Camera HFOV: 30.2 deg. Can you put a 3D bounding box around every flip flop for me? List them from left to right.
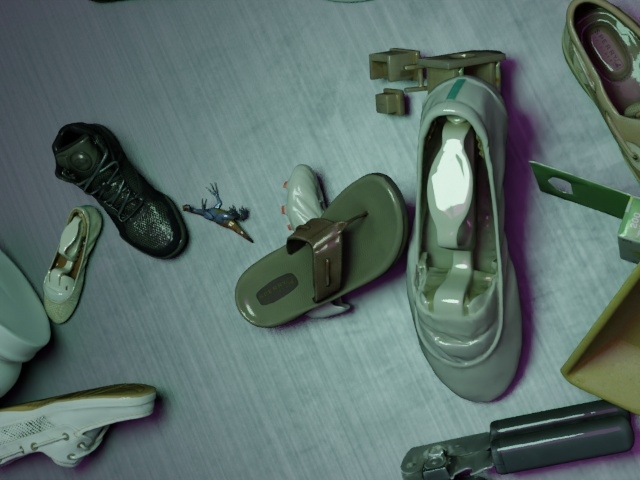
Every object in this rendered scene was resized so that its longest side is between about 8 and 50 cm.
[{"bbox_3d":[-0.008,0.021,1.419,0.277,0.080,0.112,-33,78,28],"label":"flip flop"}]

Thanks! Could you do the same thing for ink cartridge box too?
[{"bbox_3d":[0.347,-0.015,1.342,0.235,0.171,0.056,17,85,17],"label":"ink cartridge box"}]

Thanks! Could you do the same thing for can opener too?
[{"bbox_3d":[0.234,0.263,1.418,0.284,0.076,0.095,-14,114,14],"label":"can opener"}]

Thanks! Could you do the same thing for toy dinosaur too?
[{"bbox_3d":[-0.141,-0.031,1.556,0.082,0.047,0.090,-12,93,33],"label":"toy dinosaur"}]

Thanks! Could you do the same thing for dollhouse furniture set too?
[{"bbox_3d":[0.148,-0.144,1.478,0.161,0.101,0.181,20,118,53],"label":"dollhouse furniture set"}]

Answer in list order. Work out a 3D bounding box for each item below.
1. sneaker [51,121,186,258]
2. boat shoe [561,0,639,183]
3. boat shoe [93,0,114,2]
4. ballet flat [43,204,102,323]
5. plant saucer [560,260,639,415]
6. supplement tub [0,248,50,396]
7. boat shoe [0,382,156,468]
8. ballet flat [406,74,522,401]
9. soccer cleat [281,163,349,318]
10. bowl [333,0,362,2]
[{"bbox_3d":[-0.272,-0.066,1.550,0.087,0.130,0.227,-40,78,11],"label":"sneaker"},{"bbox_3d":[0.391,-0.139,1.372,0.122,0.110,0.341,-40,76,9],"label":"boat shoe"},{"bbox_3d":[-0.211,-0.388,1.578,0.258,0.095,0.095,-4,78,16],"label":"boat shoe"},{"bbox_3d":[-0.345,0.030,1.601,0.057,0.052,0.168,17,91,17],"label":"ballet flat"},{"bbox_3d":[0.461,0.111,1.239,0.333,0.332,0.081,25,57,5],"label":"plant saucer"},{"bbox_3d":[-0.546,0.153,1.544,0.331,0.241,0.241,-37,77,7],"label":"supplement tub"},{"bbox_3d":[-0.328,0.250,1.558,0.277,0.098,0.096,-14,86,26],"label":"boat shoe"},{"bbox_3d":[0.154,0.015,1.355,0.139,0.139,0.400,2,107,16],"label":"ballet flat"},{"bbox_3d":[0.000,0.000,1.495,0.076,0.068,0.196,-4,92,29],"label":"soccer cleat"},{"bbox_3d":[0.032,-0.461,1.492,0.298,0.134,0.297,-1,85,15],"label":"bowl"}]
